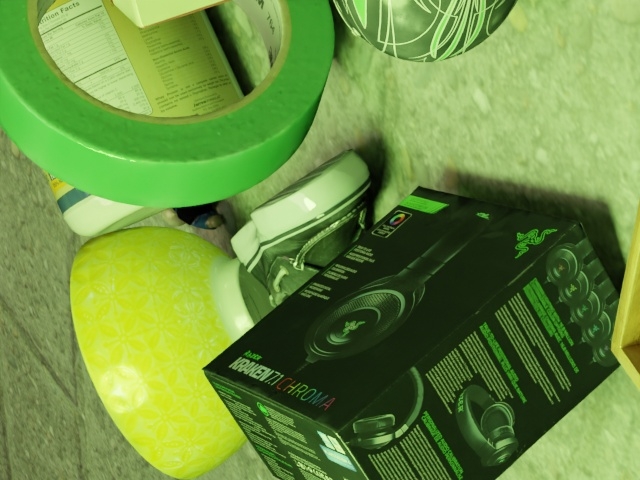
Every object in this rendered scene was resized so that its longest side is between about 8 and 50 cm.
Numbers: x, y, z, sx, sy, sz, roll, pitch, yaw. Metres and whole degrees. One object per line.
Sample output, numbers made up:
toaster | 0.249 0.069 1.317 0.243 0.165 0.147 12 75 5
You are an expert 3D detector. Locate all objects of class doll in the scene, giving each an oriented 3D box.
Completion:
doll | -0.158 -0.067 2.193 0.129 0.046 0.189 50 159 12

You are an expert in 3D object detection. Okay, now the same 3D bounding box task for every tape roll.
tape roll | -0.150 -0.184 1.731 0.321 0.321 0.077 57 154 20

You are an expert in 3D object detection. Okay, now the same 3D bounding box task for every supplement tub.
supplement tub | -0.218 -0.185 1.984 0.316 0.228 0.228 65 156 1

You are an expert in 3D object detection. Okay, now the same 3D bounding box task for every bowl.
bowl | -0.125 0.097 2.048 0.289 0.156 0.289 52 -157 -32

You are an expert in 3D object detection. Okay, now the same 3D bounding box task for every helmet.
helmet | 0.080 -0.221 1.421 0.169 0.169 0.161 114 144 -59

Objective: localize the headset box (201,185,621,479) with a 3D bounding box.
headset box | 0.088 0.089 1.562 0.131 0.283 0.246 58 161 -23

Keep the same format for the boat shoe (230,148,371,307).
boat shoe | 0.000 0.000 1.874 0.119 0.121 0.335 57 167 3

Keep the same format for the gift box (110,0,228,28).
gift box | -0.095 -0.349 1.561 0.276 0.255 0.258 36 145 58

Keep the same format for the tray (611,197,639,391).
tray | 0.291 -0.021 1.208 0.203 0.076 0.411 -120 24 -45
